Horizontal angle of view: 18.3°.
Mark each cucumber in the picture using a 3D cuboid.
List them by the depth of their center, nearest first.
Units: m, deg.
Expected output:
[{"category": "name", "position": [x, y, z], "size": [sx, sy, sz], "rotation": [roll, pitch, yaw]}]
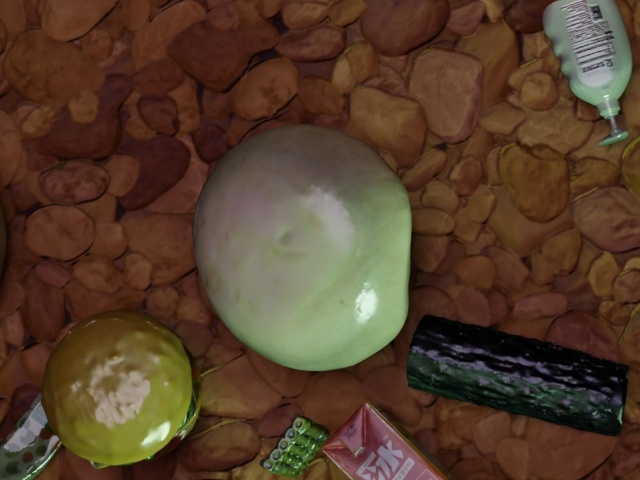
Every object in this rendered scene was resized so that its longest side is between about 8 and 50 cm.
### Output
[{"category": "cucumber", "position": [0.192, 0.129, 1.913], "size": [0.211, 0.062, 0.078], "rotation": [13, 82, 15]}]

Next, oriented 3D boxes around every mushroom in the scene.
[{"category": "mushroom", "position": [0.000, 0.000, 1.921], "size": [0.246, 0.202, 0.246], "rotation": [22, 123, 40]}]

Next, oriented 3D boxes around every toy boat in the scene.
[{"category": "toy boat", "position": [-0.024, 0.201, 1.922], "size": [0.016, 0.115, 0.063], "rotation": [36, 89, 17]}]

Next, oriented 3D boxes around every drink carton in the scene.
[{"category": "drink carton", "position": [0.107, 0.255, 1.893], "size": [0.223, 0.096, 0.071], "rotation": [43, 91, 15]}]

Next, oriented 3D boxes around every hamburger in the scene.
[{"category": "hamburger", "position": [-0.196, 0.149, 1.969], "size": [0.162, 0.115, 0.162], "rotation": [-2, 76, 8]}]

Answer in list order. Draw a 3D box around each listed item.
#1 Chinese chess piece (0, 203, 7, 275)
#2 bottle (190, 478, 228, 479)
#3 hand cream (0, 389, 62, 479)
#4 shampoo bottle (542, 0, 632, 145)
[{"category": "Chinese chess piece", "position": [-0.460, 0.002, 2.058], "size": [0.270, 0.112, 0.270], "rotation": [-3, 79, 13]}, {"category": "bottle", "position": [-0.121, 0.355, 1.937], "size": [0.082, 0.072, 0.244], "rotation": [-4, 77, 42]}, {"category": "hand cream", "position": [-0.290, 0.201, 2.029], "size": [0.057, 0.037, 0.165], "rotation": [35, 83, 16]}, {"category": "shampoo bottle", "position": [0.274, -0.168, 1.957], "size": [0.077, 0.045, 0.152], "rotation": [-18, 75, 7]}]
